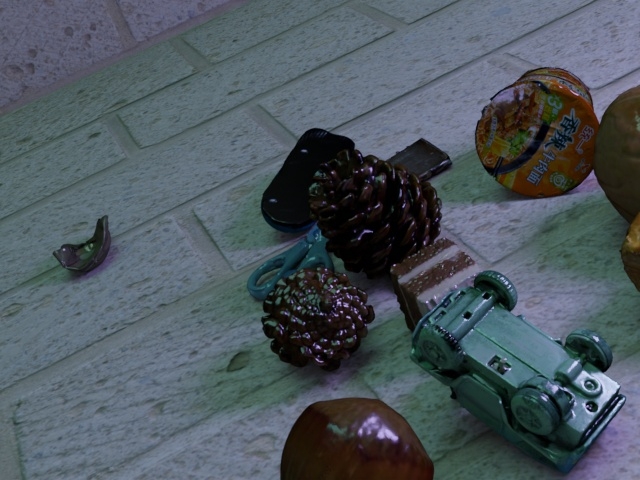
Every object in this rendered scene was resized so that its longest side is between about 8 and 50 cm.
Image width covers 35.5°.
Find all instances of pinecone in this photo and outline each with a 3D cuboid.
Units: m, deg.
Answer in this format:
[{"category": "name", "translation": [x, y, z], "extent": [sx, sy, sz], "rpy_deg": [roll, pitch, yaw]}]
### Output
[{"category": "pinecone", "translation": [0.097, -0.041, 1.787], "extent": [0.224, 0.272, 0.224], "rpy_deg": [-32, 42, 35]}, {"category": "pinecone", "translation": [-0.011, 0.130, 1.656], "extent": [0.179, 0.150, 0.195], "rpy_deg": [-33, 31, -18]}]

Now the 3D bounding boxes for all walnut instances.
[{"category": "walnut", "translation": [0.597, -0.133, 1.592], "extent": [0.313, 0.252, 0.277], "rpy_deg": [7, 28, 35]}]

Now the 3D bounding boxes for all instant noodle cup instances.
[{"category": "instant noodle cup", "translation": [0.424, -0.222, 1.896], "extent": [0.230, 0.230, 0.182], "rpy_deg": [-7, 24, 25]}]

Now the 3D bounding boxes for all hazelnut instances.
[{"category": "hazelnut", "translation": [0.035, 0.303, 1.317], "extent": [0.210, 0.186, 0.210], "rpy_deg": [-1, 36, 1]}]

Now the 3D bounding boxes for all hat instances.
[{"category": "hat", "translation": [-0.520, 0.012, 2.277], "extent": [0.147, 0.085, 0.175], "rpy_deg": [-37, 8, -4]}]

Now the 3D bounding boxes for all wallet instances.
[{"category": "wallet", "translation": [0.155, -0.132, 2.097], "extent": [0.232, 0.031, 0.122], "rpy_deg": [-31, 35, -12]}]

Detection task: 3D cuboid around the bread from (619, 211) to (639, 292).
[{"category": "bread", "translation": [0.581, 0.042, 1.410], "extent": [0.294, 0.167, 0.132], "rpy_deg": [19, 72, 47]}]

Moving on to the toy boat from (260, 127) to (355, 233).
[{"category": "toy boat", "translation": [-0.028, -0.110, 2.133], "extent": [0.134, 0.092, 0.299], "rpy_deg": [22, 51, 11]}]

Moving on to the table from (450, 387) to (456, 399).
[{"category": "table", "translation": [0.222, 0.185, 1.488], "extent": [0.070, 0.083, 0.082], "rpy_deg": [0, 40, 29]}]

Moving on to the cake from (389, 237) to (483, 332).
[{"category": "cake", "translation": [0.202, 0.092, 1.595], "extent": [0.134, 0.135, 0.147], "rpy_deg": [-31, 26, -14]}]

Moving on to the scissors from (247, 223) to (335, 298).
[{"category": "scissors", "translation": [0.000, 0.000, 1.955], "extent": [0.180, 0.032, 0.393], "rpy_deg": [8, 45, 37]}]

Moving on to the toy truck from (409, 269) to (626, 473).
[{"category": "toy truck", "translation": [0.260, 0.175, 1.342], "extent": [0.279, 0.156, 0.155], "rpy_deg": [34, 58, 26]}]
